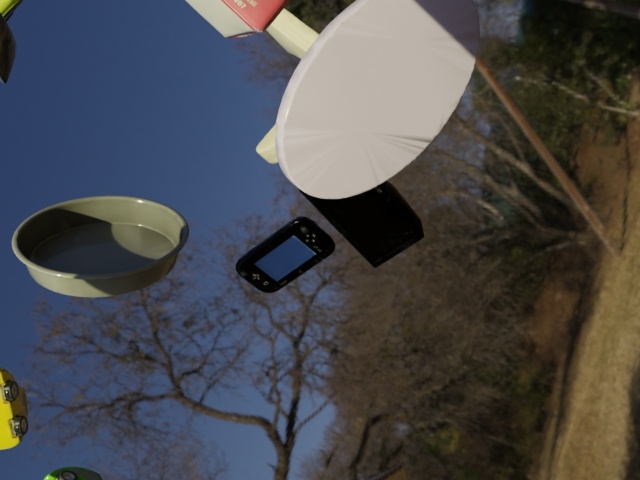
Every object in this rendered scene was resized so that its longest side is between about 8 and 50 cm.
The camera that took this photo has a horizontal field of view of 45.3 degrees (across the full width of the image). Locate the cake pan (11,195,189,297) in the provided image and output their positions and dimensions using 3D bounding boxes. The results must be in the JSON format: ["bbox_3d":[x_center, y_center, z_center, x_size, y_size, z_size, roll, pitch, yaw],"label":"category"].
[{"bbox_3d":[-0.375,0.007,1.328,0.293,0.293,0.054,-43,-37,-52],"label":"cake pan"}]

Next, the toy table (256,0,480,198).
[{"bbox_3d":[0.040,-0.182,0.891,0.274,0.161,0.252,-39,-62,-6],"label":"toy table"}]

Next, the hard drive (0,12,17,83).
[{"bbox_3d":[-0.407,-0.268,0.770,0.054,0.172,0.255,-54,-7,-12],"label":"hard drive"}]

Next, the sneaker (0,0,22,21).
[{"bbox_3d":[-0.430,-0.378,1.021,0.295,0.123,0.109,-42,23,6],"label":"sneaker"}]

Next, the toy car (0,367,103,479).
[{"bbox_3d":[-0.331,0.271,0.879,0.053,0.225,0.239,-85,20,-77],"label":"toy car"}]

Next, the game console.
[{"bbox_3d":[0.000,0.000,1.441,0.213,0.361,0.044,45,-149,-19],"label":"game console"}]

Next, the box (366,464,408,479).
[{"bbox_3d":[0.029,0.329,0.664,0.203,0.167,0.168,65,-171,16],"label":"box"}]

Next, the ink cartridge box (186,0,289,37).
[{"bbox_3d":[-0.039,-0.264,0.489,0.158,0.092,0.218,40,-95,-23],"label":"ink cartridge box"}]
